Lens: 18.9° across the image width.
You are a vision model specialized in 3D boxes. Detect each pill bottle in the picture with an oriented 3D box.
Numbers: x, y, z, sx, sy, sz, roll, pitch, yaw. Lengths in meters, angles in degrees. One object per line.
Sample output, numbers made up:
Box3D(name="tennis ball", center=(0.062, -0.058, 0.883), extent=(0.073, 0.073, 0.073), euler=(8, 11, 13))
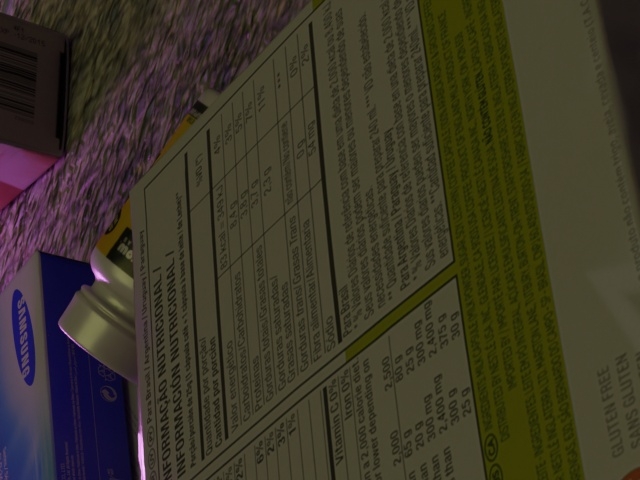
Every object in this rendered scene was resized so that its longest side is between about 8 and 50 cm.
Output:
Box3D(name="pill bottle", center=(-0.094, 0.003, 1.419), extent=(0.208, 0.119, 0.119), euler=(-55, 32, 0))

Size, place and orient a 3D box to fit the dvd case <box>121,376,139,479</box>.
Box3D(name="dvd case", center=(-0.129, 0.116, 1.550), extent=(0.239, 0.029, 0.179), euler=(-64, 32, 15))

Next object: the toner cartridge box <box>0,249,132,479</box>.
Box3D(name="toner cartridge box", center=(-0.225, 0.197, 1.561), extent=(0.165, 0.075, 0.348), euler=(-46, 41, 37))

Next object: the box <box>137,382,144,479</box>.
Box3D(name="box", center=(-0.063, 0.187, 1.327), extent=(0.186, 0.038, 0.145), euler=(20, 115, 50))

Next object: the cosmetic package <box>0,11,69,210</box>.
Box3D(name="cosmetic package", center=(-0.383, -0.100, 1.970), extent=(0.296, 0.129, 0.153), euler=(-32, 50, 47))

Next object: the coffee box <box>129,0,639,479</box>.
Box3D(name="coffee box", center=(0.143, 0.073, 0.832), extent=(0.334, 0.337, 0.338), euler=(-42, 43, 42))
